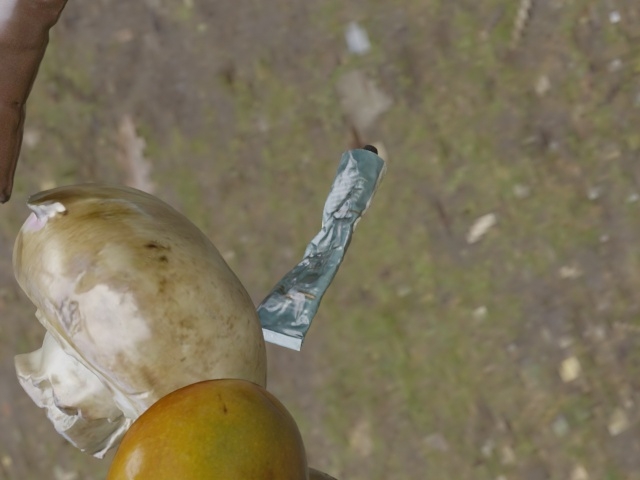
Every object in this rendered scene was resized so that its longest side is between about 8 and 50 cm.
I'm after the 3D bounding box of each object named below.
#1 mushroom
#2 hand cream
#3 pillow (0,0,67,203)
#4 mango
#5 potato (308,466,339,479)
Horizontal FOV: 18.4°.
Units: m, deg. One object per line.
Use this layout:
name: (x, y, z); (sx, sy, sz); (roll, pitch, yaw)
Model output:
mushroom: (-0.147, 0.063, 1.528); (0.184, 0.255, 0.255); (-39, 70, 6)
hand cream: (-0.001, 0.000, 2.000); (0.075, 0.248, 0.052); (-5, 136, 48)
pillow: (-0.341, -0.226, 1.708); (0.305, 0.108, 0.308); (30, 107, 21)
mango: (-0.073, 0.191, 1.219); (0.113, 0.138, 0.253); (-30, 39, 35)
potato: (-0.030, 0.279, 1.985); (0.299, 0.116, 0.239); (27, 169, 41)
